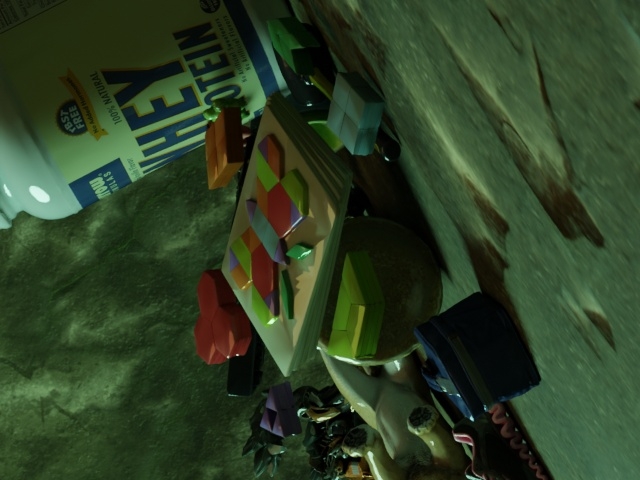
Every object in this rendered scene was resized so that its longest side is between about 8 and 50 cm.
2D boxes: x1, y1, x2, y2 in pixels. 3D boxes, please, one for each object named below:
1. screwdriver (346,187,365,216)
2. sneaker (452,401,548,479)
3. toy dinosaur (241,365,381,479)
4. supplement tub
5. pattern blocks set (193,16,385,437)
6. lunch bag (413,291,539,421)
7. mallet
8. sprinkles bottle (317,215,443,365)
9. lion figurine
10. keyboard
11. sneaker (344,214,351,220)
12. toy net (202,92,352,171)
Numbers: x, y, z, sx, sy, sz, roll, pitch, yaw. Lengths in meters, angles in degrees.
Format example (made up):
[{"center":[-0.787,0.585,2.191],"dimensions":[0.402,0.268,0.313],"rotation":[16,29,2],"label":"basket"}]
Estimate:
[{"center":[0.020,-0.046,1.873],"dimensions":[0.024,0.025,0.170],"rotation":[63,175,-13],"label":"screwdriver"},{"center":[0.148,0.187,1.583],"dimensions":[0.119,0.057,0.047],"rotation":[59,173,26],"label":"sneaker"},{"center":[0.047,0.209,2.309],"dimensions":[0.164,0.218,0.322],"rotation":[42,-143,-28],"label":"toy dinosaur"},{"center":[-0.199,-0.163,1.691],"dimensions":[0.235,0.325,0.235],"rotation":[61,176,7],"label":"supplement tub"},{"center":[-0.030,-0.005,1.502],"dimensions":[0.285,0.026,0.325],"rotation":[40,129,53],"label":"pattern blocks set"},{"center":[0.103,0.081,1.369],"dimensions":[0.067,0.065,0.098],"rotation":[63,175,-11],"label":"lunch bag"},{"center":[0.018,-0.099,1.488],"dimensions":[0.190,0.039,0.062],"rotation":[52,169,47],"label":"mallet"},{"center":[0.024,0.042,1.697],"dimensions":[0.121,0.121,0.355],"rotation":[62,176,-1],"label":"sprinkles bottle"},{"center":[0.095,0.211,2.086],"dimensions":[0.240,0.142,0.392],"rotation":[55,-165,-40],"label":"lion figurine"},{"center":[-0.058,-0.012,1.839],"dimensions":[0.201,0.033,0.317],"rotation":[-3,-83,-83],"label":"keyboard"},{"center":[0.007,-0.001,1.943],"dimensions":[0.192,0.064,0.086],"rotation":[53,-179,-38],"label":"sneaker"},{"center":[-0.031,-0.065,1.691],"dimensions":[0.232,0.122,0.045],"rotation":[79,180,-67],"label":"toy net"}]
